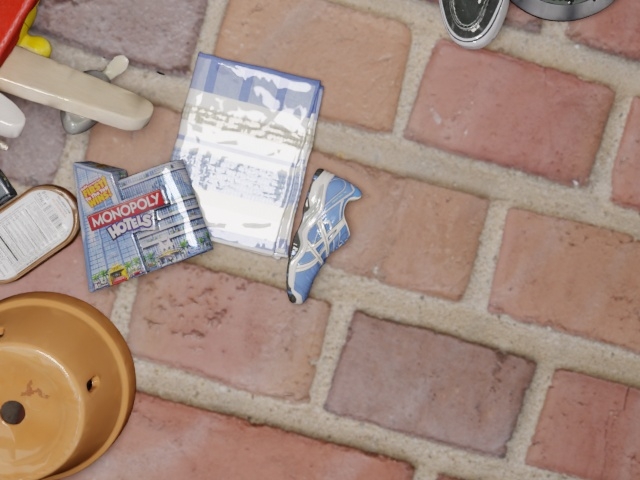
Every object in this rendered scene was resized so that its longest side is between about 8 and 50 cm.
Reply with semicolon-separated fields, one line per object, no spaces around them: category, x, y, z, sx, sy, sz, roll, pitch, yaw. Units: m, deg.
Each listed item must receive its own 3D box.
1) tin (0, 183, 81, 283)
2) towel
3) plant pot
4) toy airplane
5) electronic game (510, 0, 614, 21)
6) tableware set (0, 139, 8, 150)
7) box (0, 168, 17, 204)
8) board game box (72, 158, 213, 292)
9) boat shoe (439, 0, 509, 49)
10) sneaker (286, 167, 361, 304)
tin;-0.453;-0.010;1.590;0.189;0.040;0.106;-35;91;0
towel;-0.121;-0.128;1.600;0.209;0.034;0.285;13;92;-2
plant pot;-0.430;0.230;1.524;0.291;0.203;0.291;0;94;-2
toy airplane;-0.474;-0.264;1.453;0.384;0.272;0.386;-26;81;-32
electronic game;0.372;-0.450;1.593;0.229;0.048;0.229;0;93;4
tableware set;-0.566;-0.132;1.514;0.194;0.039;0.128;32;79;-12
box;-0.599;-0.114;1.561;0.183;0.059;0.233;-33;96;-2
board game box;-0.285;-0.044;1.564;0.194;0.060;0.194;-20;91;16
boat shoe;0.227;-0.443;1.542;0.113;0.105;0.306;11;93;23
sneaker;0.000;0.000;1.591;0.081;0.080;0.211;17;94;-1
